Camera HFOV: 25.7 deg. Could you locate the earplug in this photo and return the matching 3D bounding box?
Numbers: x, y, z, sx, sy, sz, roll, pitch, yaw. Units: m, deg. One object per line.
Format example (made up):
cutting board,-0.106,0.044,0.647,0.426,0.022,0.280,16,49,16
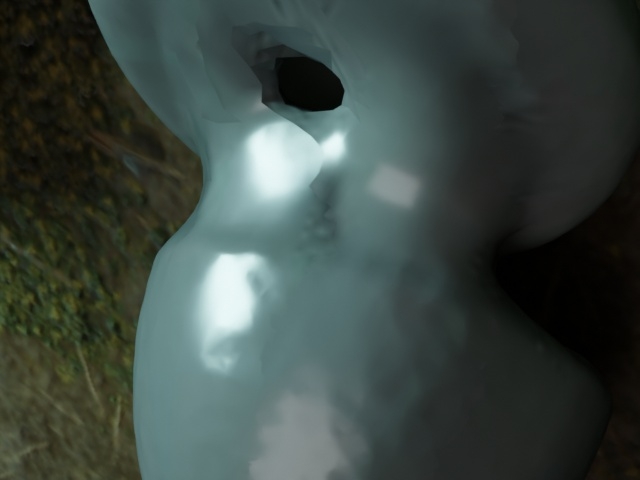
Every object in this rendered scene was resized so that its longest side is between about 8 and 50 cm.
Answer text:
earplug,0.007,-0.004,0.503,0.214,0.175,0.325,10,117,34
